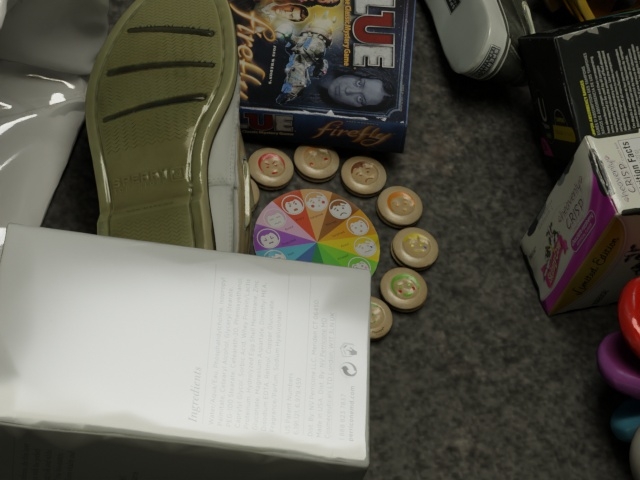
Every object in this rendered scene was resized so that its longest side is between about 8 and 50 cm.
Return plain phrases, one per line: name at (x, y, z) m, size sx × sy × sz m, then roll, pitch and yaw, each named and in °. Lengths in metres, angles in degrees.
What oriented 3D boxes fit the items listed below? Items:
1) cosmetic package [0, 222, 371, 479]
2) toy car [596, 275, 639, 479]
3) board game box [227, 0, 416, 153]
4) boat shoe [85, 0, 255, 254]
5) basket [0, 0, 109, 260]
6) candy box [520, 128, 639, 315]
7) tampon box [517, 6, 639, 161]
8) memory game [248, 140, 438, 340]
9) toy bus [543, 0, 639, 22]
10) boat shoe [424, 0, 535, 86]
cosmetic package at (-0.099, 0.113, 1.034) m, size 0.224 × 0.224 × 0.138 m, roll 7°, pitch 57°, yaw -9°
toy car at (0.262, 0.090, 1.168) m, size 0.136 × 0.182 × 0.159 m, roll 29°, pitch 38°, yaw 26°
board game box at (-0.005, -0.187, 1.342) m, size 0.165 × 0.042 × 0.243 m, roll 5°, pitch 57°, yaw 0°
boat shoe at (-0.106, -0.047, 1.200) m, size 0.113 × 0.103 × 0.302 m, roll -3°, pitch 61°, yaw 12°
basket at (-0.301, -0.128, 1.083) m, size 0.266 × 0.328 × 0.331 m, roll 18°, pitch 56°, yaw 1°
candy box at (0.287, -0.025, 1.246) m, size 0.233 × 0.159 × 0.071 m, roll -9°, pitch 63°, yaw -17°
tampon box at (0.251, -0.127, 1.270) m, size 0.161 × 0.120 × 0.101 m, roll -15°, pitch 98°, yaw -4°
memory game at (0.000, 0.000, 1.255) m, size 0.186 × 0.012 × 0.186 m, roll 6°, pitch 57°, yaw -8°
toy bus at (0.232, -0.234, 1.396) m, size 0.104 × 0.202 × 0.191 m, roll -33°, pitch 73°, yaw 5°
boat shoe at (0.131, -0.215, 1.390) m, size 0.070 × 0.078 × 0.219 m, roll 14°, pitch 49°, yaw -31°
